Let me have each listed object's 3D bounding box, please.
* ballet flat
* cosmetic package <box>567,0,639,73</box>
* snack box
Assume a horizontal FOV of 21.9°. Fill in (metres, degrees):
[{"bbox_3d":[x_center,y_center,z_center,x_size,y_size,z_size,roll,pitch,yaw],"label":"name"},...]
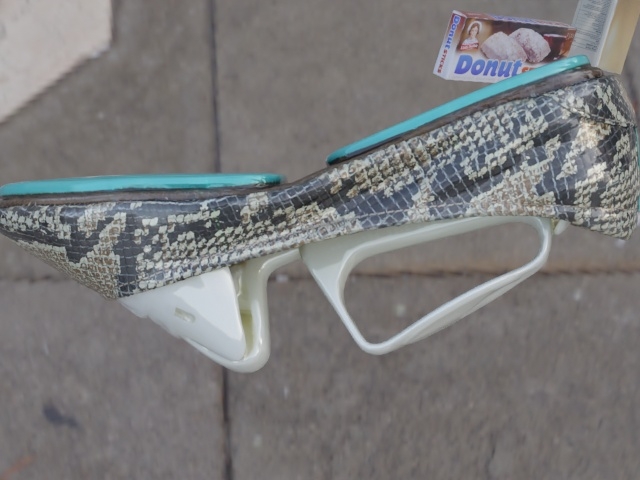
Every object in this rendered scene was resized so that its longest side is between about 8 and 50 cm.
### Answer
[{"bbox_3d":[0.000,0.000,1.207,0.482,0.164,0.182,-12,89,4],"label":"ballet flat"},{"bbox_3d":[0.306,-0.241,1.767,0.041,0.115,0.060,9,13,-35],"label":"cosmetic package"},{"bbox_3d":[0.181,-0.185,1.611,0.178,0.064,0.022,-2,27,-46],"label":"snack box"}]
